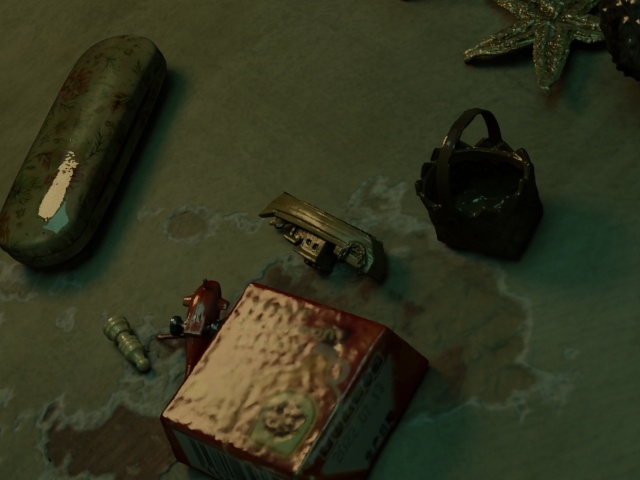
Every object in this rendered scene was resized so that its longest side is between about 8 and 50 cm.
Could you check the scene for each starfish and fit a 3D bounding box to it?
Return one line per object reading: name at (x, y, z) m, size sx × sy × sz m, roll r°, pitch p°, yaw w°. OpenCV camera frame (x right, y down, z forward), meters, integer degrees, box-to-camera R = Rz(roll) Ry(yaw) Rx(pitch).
starfish at (0.307, -0.311, 1.539) m, size 0.231 × 0.048 × 0.295 m, roll 13°, pitch 59°, yaw 34°

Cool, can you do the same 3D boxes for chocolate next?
chocolate at (-0.037, 0.175, 1.273) m, size 0.237 × 0.108 × 0.235 m, roll 16°, pitch 61°, yaw 36°

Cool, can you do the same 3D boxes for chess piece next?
chess piece at (-0.250, 0.138, 1.457) m, size 0.035 × 0.035 × 0.092 m, roll -39°, pitch 50°, yaw -7°

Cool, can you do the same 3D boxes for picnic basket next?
picnic basket at (0.180, -0.075, 1.318) m, size 0.137 × 0.178 × 0.128 m, roll 13°, pitch 60°, yaw 33°

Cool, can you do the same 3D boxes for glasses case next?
glasses case at (-0.358, -0.146, 1.695) m, size 0.156 × 0.098 × 0.425 m, roll -2°, pitch 53°, yaw 28°

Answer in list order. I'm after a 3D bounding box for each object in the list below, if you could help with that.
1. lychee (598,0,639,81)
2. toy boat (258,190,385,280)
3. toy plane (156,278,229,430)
lychee at (0.466, -0.291, 1.328) m, size 0.255 × 0.255 × 0.274 m, roll 7°, pitch 26°, yaw 31°
toy boat at (0.000, 0.000, 1.431) m, size 0.206 × 0.064 × 0.072 m, roll 27°, pitch 86°, yaw 41°
toy plane at (-0.164, 0.138, 1.385) m, size 0.126 × 0.077 × 0.194 m, roll 23°, pitch 66°, yaw 23°
